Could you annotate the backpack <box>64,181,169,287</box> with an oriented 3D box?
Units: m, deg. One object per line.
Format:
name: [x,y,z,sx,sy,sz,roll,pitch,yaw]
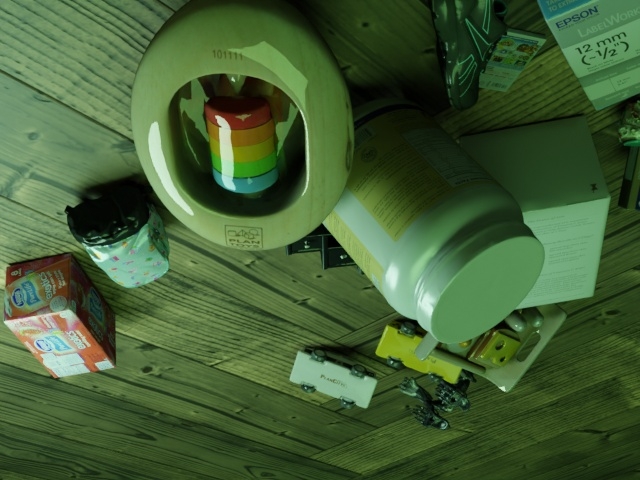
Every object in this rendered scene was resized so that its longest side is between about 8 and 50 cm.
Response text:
backpack: [-0.328,-0.003,1.819,0.151,0.115,0.182,-15,151,7]

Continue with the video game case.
video game case: [0.269,-0.270,1.616,0.087,0.011,0.122,7,146,-21]

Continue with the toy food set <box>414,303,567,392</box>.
toy food set: [0.355,0.191,2.214,0.306,0.092,0.220,25,104,-41]

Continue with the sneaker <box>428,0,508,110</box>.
sneaker: [0.213,-0.277,1.508,0.106,0.101,0.267,-13,149,4]

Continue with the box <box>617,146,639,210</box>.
box: [0.623,-0.111,1.853,0.225,0.137,0.036,5,-170,-22]

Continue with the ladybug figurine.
ladybug figurine: [-0.103,-0.168,1.504,0.305,0.162,0.449,5,137,1]

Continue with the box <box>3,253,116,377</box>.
box: [-0.480,0.145,2.015,0.128,0.123,0.257,-11,148,4]

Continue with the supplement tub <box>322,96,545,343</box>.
supplement tub: [0.151,-0.033,1.617,0.241,0.331,0.241,-25,143,-20]

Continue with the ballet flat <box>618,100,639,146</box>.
ballet flat: [0.595,-0.185,1.764,0.240,0.077,0.091,5,172,-21]

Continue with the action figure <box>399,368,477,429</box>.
action figure: [0.278,0.329,2.471,0.164,0.141,0.275,-48,179,13]

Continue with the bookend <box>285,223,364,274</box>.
bookend: [0.000,0.000,1.937,0.157,0.072,0.156,-5,149,-3]

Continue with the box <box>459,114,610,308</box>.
box: [0.363,-0.034,1.871,0.214,0.168,0.345,-9,149,3]

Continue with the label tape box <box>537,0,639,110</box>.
label tape box: [0.420,-0.343,1.435,0.249,0.115,0.347,-21,148,21]

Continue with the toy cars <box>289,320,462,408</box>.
toy cars: [0.127,0.262,2.369,0.393,0.087,0.177,-18,108,17]
